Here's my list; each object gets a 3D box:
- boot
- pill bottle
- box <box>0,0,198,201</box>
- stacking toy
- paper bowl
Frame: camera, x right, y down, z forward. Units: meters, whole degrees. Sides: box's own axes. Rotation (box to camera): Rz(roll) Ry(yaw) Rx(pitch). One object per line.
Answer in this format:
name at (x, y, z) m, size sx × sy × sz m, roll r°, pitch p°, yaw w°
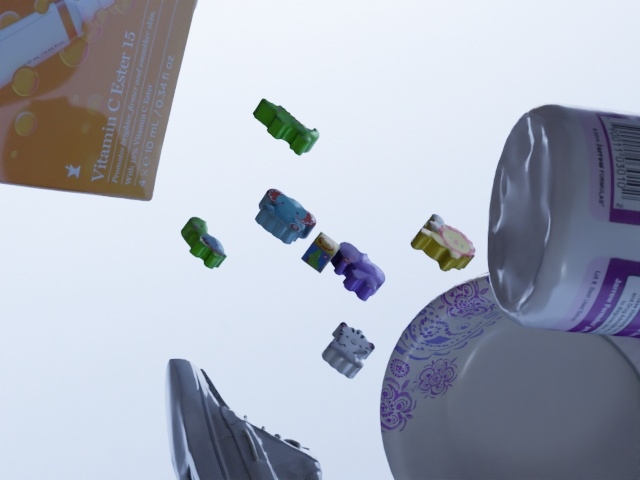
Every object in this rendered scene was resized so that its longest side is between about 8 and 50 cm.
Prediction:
boot at (-0.073, 0.215, 1.124) m, size 0.123 × 0.095 × 0.258 m, roll -3°, pitch -137°, yaw -22°
pill bottle at (0.292, -0.006, 0.863) m, size 0.301 × 0.169 × 0.169 m, roll 6°, pitch -131°, yaw -9°
box at (-0.305, -0.170, 1.011) m, size 0.168 × 0.345 × 0.215 m, roll 21°, pitch -80°, yaw 41°
stacking toy at (0.000, 0.000, 0.997) m, size 0.167 × 0.221 × 0.052 m, roll -52°, pitch -179°, yaw 32°
paper bowl at (0.208, 0.158, 1.030) m, size 0.284 × 0.148 × 0.284 m, roll 5°, pitch -80°, yaw 32°
